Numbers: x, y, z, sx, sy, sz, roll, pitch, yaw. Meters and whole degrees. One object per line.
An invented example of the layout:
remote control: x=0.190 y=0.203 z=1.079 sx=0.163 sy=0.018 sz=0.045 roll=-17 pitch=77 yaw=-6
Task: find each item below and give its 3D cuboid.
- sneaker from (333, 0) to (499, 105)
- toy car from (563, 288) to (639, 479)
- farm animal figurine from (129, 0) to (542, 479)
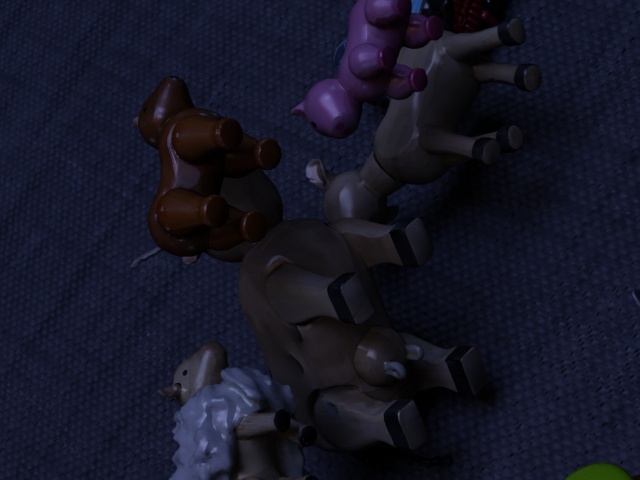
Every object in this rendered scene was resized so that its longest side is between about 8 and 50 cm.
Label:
sneaker: x=0.083 y=-0.226 z=1.312 sx=0.125 sy=0.104 sz=0.261 roll=8 pitch=67 yaw=43
toy car: x=0.210 y=0.117 z=0.953 sx=0.149 sy=0.155 sz=0.188 roll=-27 pitch=38 yaw=21
farm animal figurine: x=0.000 y=0.000 z=1.129 sx=0.172 sy=0.330 sz=0.326 roll=-1 pitch=102 yaw=47
